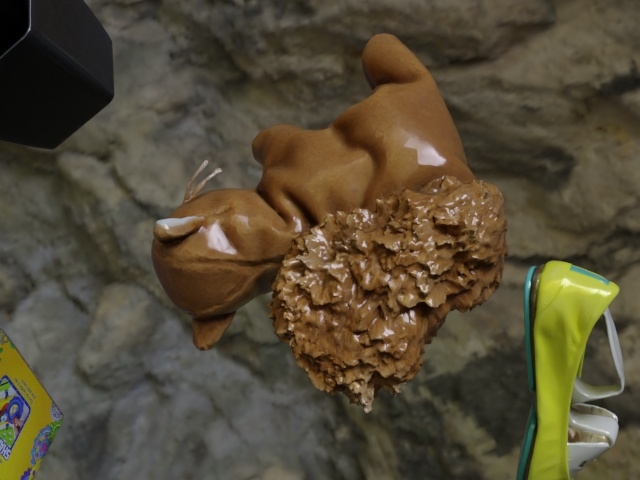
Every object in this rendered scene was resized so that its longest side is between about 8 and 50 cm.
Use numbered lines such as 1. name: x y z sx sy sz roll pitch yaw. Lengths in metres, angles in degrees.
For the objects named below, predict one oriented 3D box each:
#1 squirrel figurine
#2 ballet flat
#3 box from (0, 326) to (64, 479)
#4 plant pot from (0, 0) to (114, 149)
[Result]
1. squirrel figurine: 0.000 0.000 1.463 0.397 0.370 0.281 -124 -161 -50
2. ballet flat: 0.191 0.122 0.975 0.077 0.077 0.231 -57 150 -57
3. box: -0.442 0.208 1.163 0.177 0.290 0.279 73 33 -52
4. plant pot: -0.371 -0.228 1.645 0.167 0.188 0.187 35 31 -38
